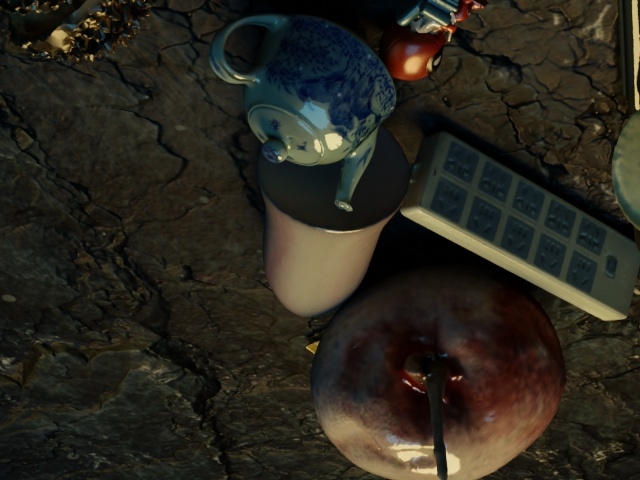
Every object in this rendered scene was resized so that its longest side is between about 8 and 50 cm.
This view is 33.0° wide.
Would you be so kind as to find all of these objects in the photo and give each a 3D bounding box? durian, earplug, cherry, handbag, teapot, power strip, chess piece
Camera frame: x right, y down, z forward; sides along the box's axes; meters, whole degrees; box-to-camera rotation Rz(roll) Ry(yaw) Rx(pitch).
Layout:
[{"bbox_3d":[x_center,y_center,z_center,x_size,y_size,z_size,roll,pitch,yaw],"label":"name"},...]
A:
[{"bbox_3d":[-0.240,-0.269,1.026,0.196,0.167,0.196,-17,152,-10],"label":"durian"},{"bbox_3d":[0.000,0.000,1.313,0.172,0.172,0.301,7,146,-2],"label":"earplug"},{"bbox_3d":[0.142,0.186,1.412,0.326,0.291,0.335,-8,160,-20],"label":"cherry"},{"bbox_3d":[0.026,0.151,1.589,0.083,0.027,0.061,-25,132,33],"label":"handbag"},{"bbox_3d":[-0.019,-0.141,1.115,0.159,0.159,0.232,-27,120,33],"label":"teapot"},{"bbox_3d":[0.255,-0.009,1.302,0.367,0.106,0.043,26,162,-24],"label":"power strip"},{"bbox_3d":[0.444,-0.073,1.149,0.251,0.144,0.144,0,149,-37],"label":"chess piece"}]

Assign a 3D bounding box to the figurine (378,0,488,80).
[{"bbox_3d":[0.103,-0.215,1.099,0.075,0.068,0.140,19,137,-20],"label":"figurine"}]

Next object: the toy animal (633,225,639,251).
[{"bbox_3d":[0.483,0.015,1.319,0.146,0.114,0.245,-36,104,31],"label":"toy animal"}]

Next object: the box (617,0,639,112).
[{"bbox_3d":[0.378,-0.222,1.071,0.160,0.050,0.230,-6,140,14],"label":"box"}]
